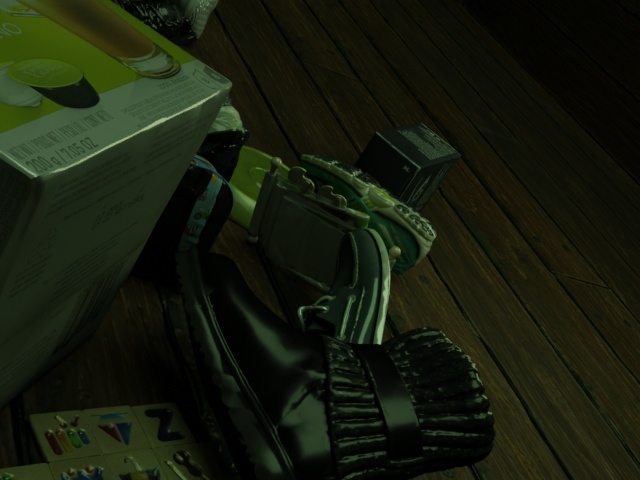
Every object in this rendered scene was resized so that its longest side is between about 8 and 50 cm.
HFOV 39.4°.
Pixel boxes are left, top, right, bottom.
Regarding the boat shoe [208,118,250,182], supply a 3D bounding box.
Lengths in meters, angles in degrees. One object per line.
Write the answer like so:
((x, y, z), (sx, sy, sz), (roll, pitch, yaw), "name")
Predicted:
((-0.234, -0.200, 1.346), (0.340, 0.158, 0.127), (46, 29, 23), "boat shoe")

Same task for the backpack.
((-0.196, -0.045, 1.113), (0.158, 0.173, 0.117), (19, 30, -25), "backpack")

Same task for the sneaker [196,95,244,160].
((-0.250, -0.152, 1.184), (0.283, 0.110, 0.122), (-13, 73, -11), "sneaker")

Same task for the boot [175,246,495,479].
((0.004, 0.124, 0.968), (0.260, 0.131, 0.348), (-18, 59, -16), "boot")

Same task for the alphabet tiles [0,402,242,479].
((-0.133, 0.286, 0.814), (0.285, 0.011, 0.342), (4, 39, -46), "alphabet tiles")

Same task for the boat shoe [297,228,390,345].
((0.022, 0.107, 1.114), (0.099, 0.116, 0.319), (14, 53, -11), "boat shoe")

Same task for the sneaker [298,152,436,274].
((0.061, -0.052, 1.489), (0.275, 0.110, 0.107), (40, 14, 19), "sneaker")

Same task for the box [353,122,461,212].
((0.145, -0.121, 1.650), (0.108, 0.153, 0.207), (42, 27, 16), "box")

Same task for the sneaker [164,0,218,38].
((-0.318, -0.547, 1.869), (0.210, 0.137, 0.366), (25, 23, -17), "sneaker")

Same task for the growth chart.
((0.000, 0.000, 1.272), (0.237, 0.172, 0.021), (36, 34, 8), "growth chart")

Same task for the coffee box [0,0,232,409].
((-0.347, -0.065, 0.790), (0.334, 0.338, 0.337), (35, 26, 3), "coffee box")

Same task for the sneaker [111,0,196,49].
((-0.303, -0.376, 1.496), (0.283, 0.124, 0.107), (-1, 72, -75), "sneaker")

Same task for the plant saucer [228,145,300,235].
((-0.095, -0.087, 1.452), (0.241, 0.037, 0.241), (26, 28, -15), "plant saucer")
